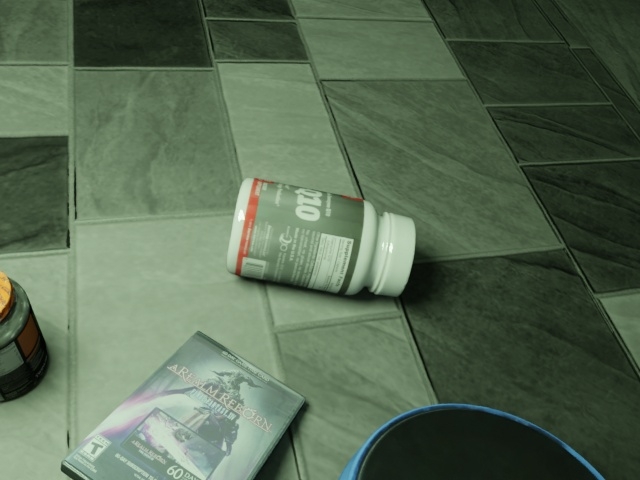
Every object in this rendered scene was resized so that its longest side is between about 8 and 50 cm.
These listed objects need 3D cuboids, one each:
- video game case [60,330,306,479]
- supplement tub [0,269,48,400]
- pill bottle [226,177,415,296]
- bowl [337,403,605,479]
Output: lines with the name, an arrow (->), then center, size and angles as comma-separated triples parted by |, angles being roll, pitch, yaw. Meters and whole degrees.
video game case -> -0.161, 0.248, 0.767 | 0.196, 0.026, 0.274 | 30, 36, 10
supplement tub -> -0.424, 0.118, 0.746 | 0.117, 0.190, 0.116 | 7, 52, -8
pill bottle -> 0.000, 0.000, 0.957 | 0.284, 0.161, 0.161 | 11, 52, -6
bowl -> 0.204, 0.362, 0.709 | 0.392, 0.077, 0.391 | 6, 34, -4
